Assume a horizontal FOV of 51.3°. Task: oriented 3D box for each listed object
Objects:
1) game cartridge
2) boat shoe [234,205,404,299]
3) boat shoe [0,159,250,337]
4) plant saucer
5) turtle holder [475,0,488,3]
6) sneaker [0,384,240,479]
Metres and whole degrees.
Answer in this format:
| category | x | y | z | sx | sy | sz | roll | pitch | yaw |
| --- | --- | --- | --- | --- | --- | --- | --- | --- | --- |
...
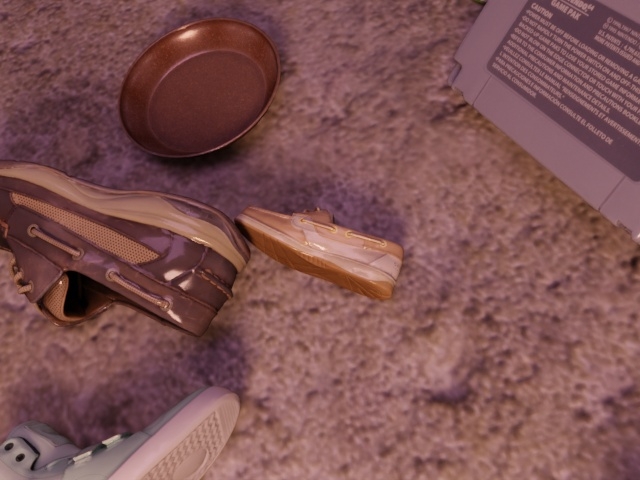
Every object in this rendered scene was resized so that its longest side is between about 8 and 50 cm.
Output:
| category | x | y | z | sx | sy | sz | roll | pitch | yaw |
| --- | --- | --- | --- | --- | --- | --- | --- | --- | --- |
| game cartridge | 0.247 | -0.148 | 0.565 | 0.198 | 0.062 | 0.297 | -55 | 45 | 22 |
| boat shoe | 0.000 | 0.000 | 0.640 | 0.170 | 0.063 | 0.059 | 23 | 69 | 14 |
| boat shoe | -0.248 | 0.012 | 0.657 | 0.355 | 0.132 | 0.130 | 9 | 66 | 20 |
| plant saucer | -0.137 | -0.171 | 0.773 | 0.198 | 0.036 | 0.199 | -6 | 62 | 12 |
| turtle holder | 0.210 | -0.419 | 0.695 | 0.320 | 0.227 | 0.243 | 33 | 77 | 26 |
| sneaker | -0.201 | 0.183 | 0.580 | 0.256 | 0.094 | 0.151 | -41 | 58 | -9 |
